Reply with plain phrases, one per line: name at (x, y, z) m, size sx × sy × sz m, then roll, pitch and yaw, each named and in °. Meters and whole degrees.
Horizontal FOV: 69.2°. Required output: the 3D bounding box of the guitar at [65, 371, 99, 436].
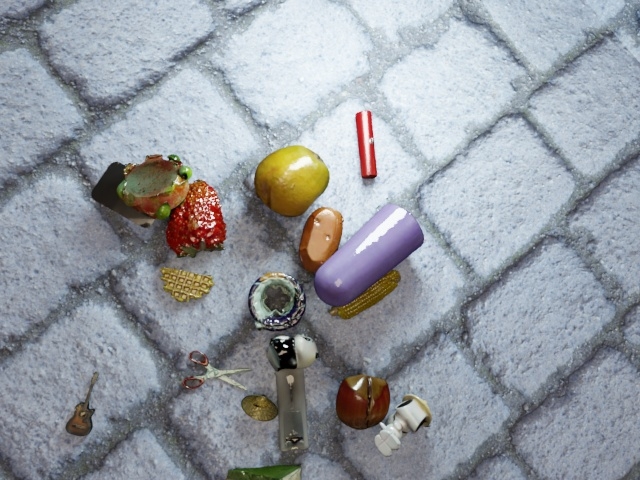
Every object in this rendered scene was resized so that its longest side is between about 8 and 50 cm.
guitar at (-0.864, 0.602, 1.715) m, size 0.088 × 0.025 × 0.233 m, roll 15°, pitch 81°, yaw -3°

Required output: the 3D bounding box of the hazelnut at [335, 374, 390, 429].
hazelnut at (0.162, 0.608, 1.741) m, size 0.212 × 0.181 × 0.180 m, roll 6°, pitch 60°, yaw -15°

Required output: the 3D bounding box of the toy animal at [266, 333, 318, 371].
toy animal at (-0.104, 0.418, 1.759) m, size 0.179 × 0.166 × 0.138 m, roll -6°, pitch 85°, yaw -18°

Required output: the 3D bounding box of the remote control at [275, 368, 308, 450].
remote control at (-0.108, 0.641, 1.771) m, size 0.109 × 0.055 × 0.312 m, roll -4°, pitch 84°, yaw -6°

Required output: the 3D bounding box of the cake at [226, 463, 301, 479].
cake at (-0.208, 0.911, 1.674) m, size 0.284 × 0.172 × 0.158 m, roll 1°, pitch 81°, yaw -4°

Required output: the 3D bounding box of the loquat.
loquat at (-0.112, -0.232, 1.765) m, size 0.284 × 0.276 × 0.276 m, roll -42°, pitch 89°, yaw 1°

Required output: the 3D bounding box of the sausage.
sausage at (0.000, 0.000, 1.815) m, size 0.153 × 0.141 × 0.268 m, roll 16°, pitch 83°, yaw -3°

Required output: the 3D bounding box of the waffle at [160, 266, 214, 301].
waffle at (-0.513, 0.156, 1.793) m, size 0.192 × 0.046 × 0.160 m, roll -20°, pitch 86°, yaw -8°

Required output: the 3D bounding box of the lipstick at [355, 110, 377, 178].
lipstick at (0.190, -0.393, 1.917) m, size 0.073 × 0.073 × 0.279 m, roll -5°, pitch 84°, yaw -6°

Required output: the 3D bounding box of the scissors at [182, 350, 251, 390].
scissors at (-0.392, 0.512, 1.779) m, size 0.248 × 0.017 × 0.144 m, roll 12°, pitch 83°, yaw -6°

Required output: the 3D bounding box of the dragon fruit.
dragon fruit at (-0.613, -0.209, 1.749) m, size 0.295 × 0.130 × 0.268 m, roll -6°, pitch 52°, yaw 10°

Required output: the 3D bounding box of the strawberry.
strawberry at (-0.492, -0.092, 1.782) m, size 0.234 × 0.138 × 0.306 m, roll -12°, pitch 86°, yaw -6°

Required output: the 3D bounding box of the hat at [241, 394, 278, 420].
hat at (-0.222, 0.612, 1.763) m, size 0.146 × 0.067 × 0.146 m, roll 6°, pitch 122°, yaw 9°

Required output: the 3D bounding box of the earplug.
earplug at (0.167, 0.072, 1.744) m, size 0.456 × 0.215 × 0.215 m, roll -40°, pitch 88°, yaw -20°

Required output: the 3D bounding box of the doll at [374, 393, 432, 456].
doll at (0.310, 0.679, 1.705) m, size 0.208 × 0.271 × 0.144 m, roll -45°, pitch 72°, yaw 4°

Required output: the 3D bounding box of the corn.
corn at (0.172, 0.208, 1.823) m, size 0.322 × 0.119 × 0.119 m, roll -30°, pitch 87°, yaw -13°

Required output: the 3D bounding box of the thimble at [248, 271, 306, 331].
thimble at (-0.171, 0.236, 1.767) m, size 0.237 × 0.150 × 0.237 m, roll 1°, pitch 85°, yaw -6°

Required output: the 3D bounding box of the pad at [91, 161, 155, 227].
pad at (-0.748, -0.182, 1.831) m, size 0.267 × 0.004 × 0.181 m, roll 31°, pitch 81°, yaw -2°
